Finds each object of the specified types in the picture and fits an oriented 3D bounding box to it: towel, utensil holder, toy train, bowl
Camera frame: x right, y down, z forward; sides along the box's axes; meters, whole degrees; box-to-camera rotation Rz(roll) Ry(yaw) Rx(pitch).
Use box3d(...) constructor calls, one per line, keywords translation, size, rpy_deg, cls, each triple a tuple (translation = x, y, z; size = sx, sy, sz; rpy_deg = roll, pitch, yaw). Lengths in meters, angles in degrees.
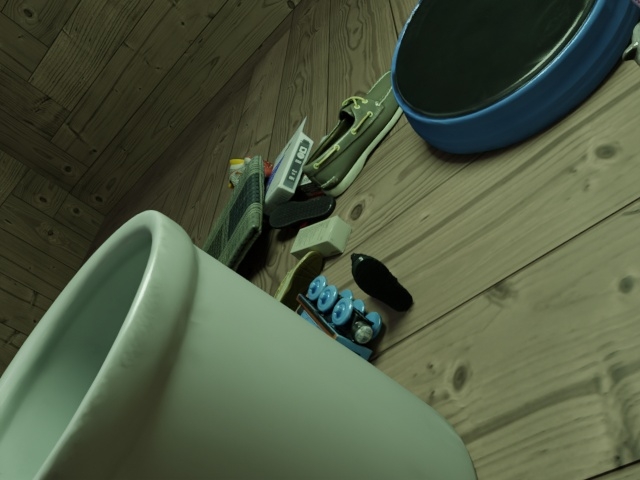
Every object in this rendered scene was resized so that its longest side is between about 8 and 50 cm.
box3d(translation=(-0.209, 0.000, 1.322), size=(0.324, 0.056, 0.312), rpy_deg=(-55, 25, 29), cls="towel")
box3d(translation=(-0.087, 0.214, 0.518), size=(0.327, 0.385, 0.328), rpy_deg=(-39, 28, 26), cls="utensil holder")
box3d(translation=(0.016, 0.123, 0.816), size=(0.105, 0.080, 0.184), rpy_deg=(-59, 26, 2), cls="toy train")
box3d(translation=(0.269, -0.322, 0.854), size=(0.391, 0.077, 0.391), rpy_deg=(-29, 47, 36), cls="bowl")

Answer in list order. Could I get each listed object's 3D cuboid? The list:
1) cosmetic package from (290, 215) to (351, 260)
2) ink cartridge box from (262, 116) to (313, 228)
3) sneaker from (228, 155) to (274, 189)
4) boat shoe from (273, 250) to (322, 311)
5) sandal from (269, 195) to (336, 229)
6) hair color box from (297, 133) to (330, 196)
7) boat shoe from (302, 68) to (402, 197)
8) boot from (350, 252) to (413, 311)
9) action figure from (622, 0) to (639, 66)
box3d(translation=(0.000, 0.000, 1.032), size=(0.115, 0.041, 0.060), rpy_deg=(-17, 43, 51), cls="cosmetic package")
box3d(translation=(-0.084, -0.153, 1.305), size=(0.206, 0.045, 0.208), rpy_deg=(-41, 27, 57), cls="ink cartridge box")
box3d(translation=(-0.189, -0.176, 1.539), size=(0.225, 0.088, 0.093), rpy_deg=(5, 82, 60), cls="sneaker")
box3d(translation=(-0.047, 0.075, 1.007), size=(0.135, 0.050, 0.045), rpy_deg=(-56, 31, -5), cls="boat shoe")
box3d(translation=(-0.037, -0.051, 1.171), size=(0.179, 0.040, 0.067), rpy_deg=(-7, 55, 37), cls="sandal")
box3d(translation=(0.009, -0.167, 1.223), size=(0.072, 0.043, 0.141), rpy_deg=(-7, 51, 57), cls="hair color box")
box3d(translation=(0.076, -0.235, 1.140), size=(0.305, 0.091, 0.109), rpy_deg=(-56, 26, -6), cls="boat shoe")
box3d(translation=(0.070, 0.045, 0.778), size=(0.045, 0.121, 0.099), rpy_deg=(-48, 32, 4), cls="boot")
box3d(translation=(0.463, -0.265, 0.532), size=(0.330, 0.178, 0.341), rpy_deg=(-40, 55, 39), cls="action figure")
